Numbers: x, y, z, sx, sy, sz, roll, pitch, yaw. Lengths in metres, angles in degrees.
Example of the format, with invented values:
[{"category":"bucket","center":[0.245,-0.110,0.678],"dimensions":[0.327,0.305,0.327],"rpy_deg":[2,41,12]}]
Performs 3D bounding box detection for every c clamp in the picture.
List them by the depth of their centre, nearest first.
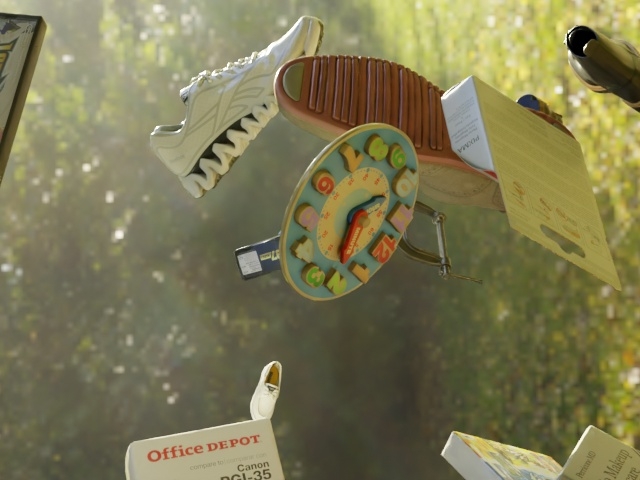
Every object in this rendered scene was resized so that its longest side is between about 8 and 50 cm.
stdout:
[{"category":"c clamp","center":[0.163,-0.002,2.156],"dimensions":[0.161,0.137,0.022],"rpy_deg":[-99,29,-45]}]

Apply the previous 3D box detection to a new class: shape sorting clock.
[{"category":"shape sorting clock","center":[0.035,-0.028,1.553],"dimensions":[0.040,0.206,0.206],"rpy_deg":[31,134,32]}]

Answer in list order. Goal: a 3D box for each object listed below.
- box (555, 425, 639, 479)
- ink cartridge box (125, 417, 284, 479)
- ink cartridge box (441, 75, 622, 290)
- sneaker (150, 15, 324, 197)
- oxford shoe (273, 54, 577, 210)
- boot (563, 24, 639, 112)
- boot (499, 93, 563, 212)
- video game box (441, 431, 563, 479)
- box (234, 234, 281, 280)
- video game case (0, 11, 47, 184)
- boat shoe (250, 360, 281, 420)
[{"category":"box","center":[0.320,0.275,1.225],"dimensions":[0.113,0.275,0.094],"rpy_deg":[-38,-28,-61]},{"category":"ink cartridge box","center":[-0.143,0.404,1.981],"dimensions":[0.117,0.207,0.283],"rpy_deg":[109,149,-61]},{"category":"ink cartridge box","center":[0.231,-0.054,1.598],"dimensions":[0.066,0.189,0.232],"rpy_deg":[-36,41,35]},{"category":"sneaker","center":[-0.110,-0.193,1.915],"dimensions":[0.292,0.118,0.110],"rpy_deg":[-47,5,14]},{"category":"oxford shoe","center":[0.118,-0.113,1.805],"dimensions":[0.146,0.397,0.140],"rpy_deg":[122,162,-52]},{"category":"boot","center":[0.340,-0.241,1.819],"dimensions":[0.077,0.137,0.198],"rpy_deg":[-57,29,5]},{"category":"boot","center":[0.386,-0.148,2.642],"dimensions":[0.082,0.106,0.219],"rpy_deg":[18,92,44]},{"category":"video game box","center":[0.295,0.346,2.016],"dimensions":[0.048,0.187,0.205],"rpy_deg":[-64,30,9]},{"category":"box","center":[0.000,0.000,2.403],"dimensions":[0.232,0.183,0.059],"rpy_deg":[-16,92,41]},{"category":"video game case","center":[-0.536,-0.203,2.026],"dimensions":[0.035,0.248,0.275],"rpy_deg":[74,-155,-65]},{"category":"boat shoe","center":[-0.078,0.227,2.171],"dimensions":[0.035,0.035,0.100],"rpy_deg":[128,162,-58]}]
